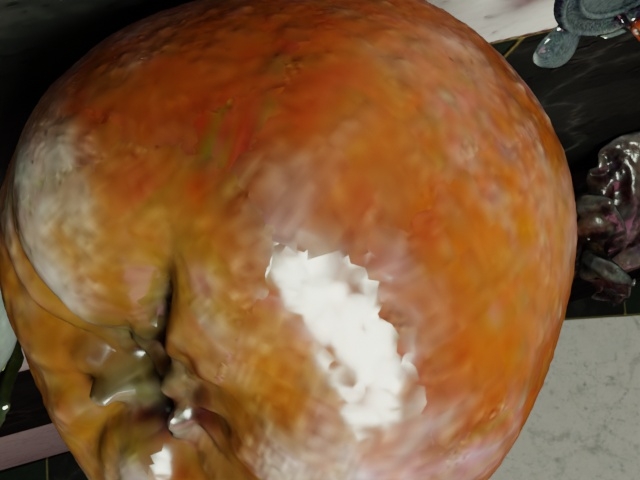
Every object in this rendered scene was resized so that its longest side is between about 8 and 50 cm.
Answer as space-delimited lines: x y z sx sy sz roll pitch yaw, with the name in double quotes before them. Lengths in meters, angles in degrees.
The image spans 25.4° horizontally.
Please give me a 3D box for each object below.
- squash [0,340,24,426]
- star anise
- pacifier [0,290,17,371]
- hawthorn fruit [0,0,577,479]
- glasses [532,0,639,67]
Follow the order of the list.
"squash" -0.246 0.184 0.894 0.210 0.309 0.233 -14 170 -20
"star anise" 0.211 -0.008 1.192 0.212 0.129 0.283 -17 -179 41
"pacifier" -0.241 0.096 0.701 0.288 0.343 0.269 -14 -151 23
"hawthorn fruit" -0.011 -0.004 0.573 0.231 0.263 0.235 17 157 0
"glasses" 0.204 -0.043 0.542 0.118 0.268 0.234 -35 170 -6
